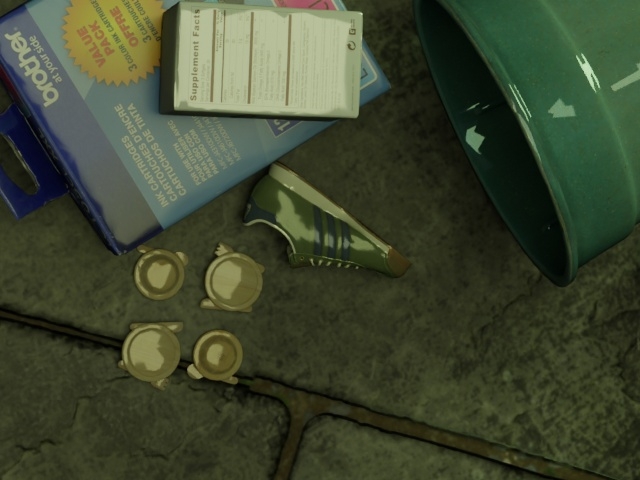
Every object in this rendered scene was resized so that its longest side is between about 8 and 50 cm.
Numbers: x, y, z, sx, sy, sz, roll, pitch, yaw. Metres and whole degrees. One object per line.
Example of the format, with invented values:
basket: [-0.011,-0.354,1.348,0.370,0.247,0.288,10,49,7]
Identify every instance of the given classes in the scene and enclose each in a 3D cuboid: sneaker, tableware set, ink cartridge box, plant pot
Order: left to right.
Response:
ink cartridge box: [-0.169,-0.166,1.659,0.395,0.151,0.270,-33,99,-9]
tableware set: [-0.139,0.081,1.739,0.141,0.020,0.168,11,89,-15]
sneaker: [0.000,0.000,1.750,0.192,0.064,0.086,37,91,-12]
plant pot: [0.319,-0.176,1.650,0.334,0.341,0.341,-26,98,-3]

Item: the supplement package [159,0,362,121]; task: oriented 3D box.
supplement package: [-0.060,-0.170,1.553,0.179,0.105,0.105,2,93,-13]
